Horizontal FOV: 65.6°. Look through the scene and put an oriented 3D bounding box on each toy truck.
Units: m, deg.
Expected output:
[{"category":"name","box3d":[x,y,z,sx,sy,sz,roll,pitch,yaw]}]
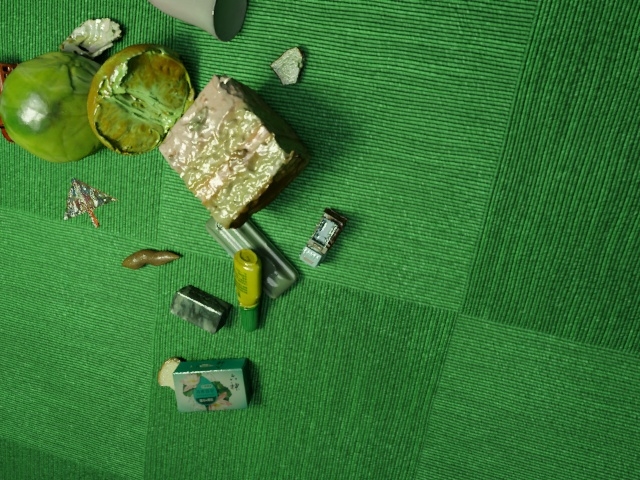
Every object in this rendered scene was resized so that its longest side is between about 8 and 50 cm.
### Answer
[{"category":"toy truck","box3d":[-1.023,-0.446,1.624,0.108,0.114,0.252,-1,102,12]},{"category":"toy truck","box3d":[0.001,0.001,1.498,0.080,0.115,0.177,31,110,4]}]

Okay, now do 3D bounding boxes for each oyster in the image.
[{"category":"oyster","box3d":[-0.703,-0.608,1.537,0.209,0.072,0.132,-33,74,3]}]

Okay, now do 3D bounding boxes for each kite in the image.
[{"category":"kite","box3d":[-0.805,-0.131,1.707,0.232,0.009,0.189,-20,98,17]}]

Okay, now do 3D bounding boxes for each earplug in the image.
[{"category":"earplug","box3d":[-0.380,-0.690,1.397,0.302,0.172,0.172,23,108,12]}]

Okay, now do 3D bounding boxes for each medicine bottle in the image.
[{"category":"medicine bottle","box3d":[-0.227,0.168,1.569,0.111,0.076,0.308,42,140,39]}]

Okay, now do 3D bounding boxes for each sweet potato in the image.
[{"category":"sweet potato","box3d":[-0.576,0.059,1.681,0.219,0.051,0.065,-9,98,14]}]

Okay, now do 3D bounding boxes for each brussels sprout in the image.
[{"category":"brussels sprout","box3d":[-0.785,-0.404,1.500,0.268,0.344,0.343,19,109,32]}]

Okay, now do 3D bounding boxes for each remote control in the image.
[{"category":"remote control","box3d":[-0.221,0.035,1.584,0.128,0.065,0.335,-43,92,17]}]

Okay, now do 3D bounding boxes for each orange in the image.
[{"category":"orange","box3d":[-0.533,-0.422,1.443,0.196,0.263,0.334,45,109,16]}]

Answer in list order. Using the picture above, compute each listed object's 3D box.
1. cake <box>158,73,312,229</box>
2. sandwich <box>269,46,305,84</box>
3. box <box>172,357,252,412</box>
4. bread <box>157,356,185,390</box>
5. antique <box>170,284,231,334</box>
[{"category":"cake","box3d":[-0.228,-0.242,1.404,0.314,0.293,0.306,-43,86,15]},{"category":"sandwich","box3d":[-0.083,-0.501,1.433,0.105,0.036,0.093,-38,92,17]},{"category":"box","box3d":[-0.367,0.493,1.699,0.245,0.092,0.153,-5,102,4]},{"category":"bread","box3d":[-0.511,0.480,1.777,0.126,0.044,0.129,33,105,-5]},{"category":"antique","box3d":[-0.405,0.226,1.663,0.183,0.088,0.086,25,107,6]}]
